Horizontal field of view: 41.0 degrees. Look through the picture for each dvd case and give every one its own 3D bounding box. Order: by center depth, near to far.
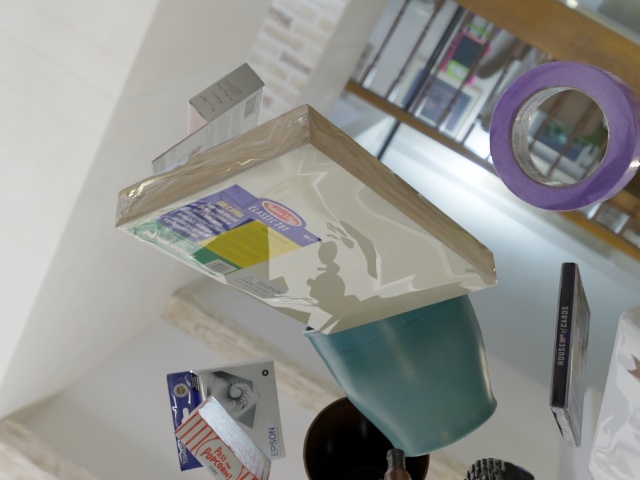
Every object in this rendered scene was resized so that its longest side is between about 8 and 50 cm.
[{"bbox_3d":[0.392,0.180,1.338,0.030,0.238,0.179,1,149,25],"label":"dvd case"}]

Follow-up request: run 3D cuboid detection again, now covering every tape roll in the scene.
[{"bbox_3d":[0.459,-0.194,1.603,0.275,0.274,0.090,40,-154,24],"label":"tape roll"}]

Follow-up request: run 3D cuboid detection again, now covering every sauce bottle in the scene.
[{"bbox_3d":[0.107,0.344,1.171,0.042,0.042,0.128,23,-145,-14],"label":"sauce bottle"}]

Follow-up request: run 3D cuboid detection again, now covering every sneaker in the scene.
[{"bbox_3d":[0.325,0.495,1.551,0.147,0.330,0.129,10,-128,-6],"label":"sneaker"}]

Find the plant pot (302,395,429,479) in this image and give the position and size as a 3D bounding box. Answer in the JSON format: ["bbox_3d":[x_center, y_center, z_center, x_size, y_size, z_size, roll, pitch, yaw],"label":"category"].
[{"bbox_3d":[0.081,0.420,1.544,0.216,0.230,0.215,-1,-123,2],"label":"plant pot"}]

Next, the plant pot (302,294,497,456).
[{"bbox_3d":[0.148,0.196,1.381,0.255,0.272,0.272,63,-154,-1],"label":"plant pot"}]

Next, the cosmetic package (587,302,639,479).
[{"bbox_3d":[0.569,0.200,0.948,0.394,0.327,0.329,-25,-133,-16],"label":"cosmetic package"}]

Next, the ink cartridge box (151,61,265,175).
[{"bbox_3d":[-0.216,-0.170,1.526,0.239,0.275,0.060,-37,-100,-19],"label":"ink cartridge box"}]

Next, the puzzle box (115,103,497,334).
[{"bbox_3d":[0.000,0.000,1.020,0.409,0.272,0.052,33,-133,-47],"label":"puzzle box"}]

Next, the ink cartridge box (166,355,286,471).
[{"bbox_3d":[-0.195,0.367,1.784,0.224,0.223,0.045,-9,-170,-11],"label":"ink cartridge box"}]

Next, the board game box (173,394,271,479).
[{"bbox_3d":[-0.139,0.307,1.258,0.146,0.045,0.193,48,177,1],"label":"board game box"}]
